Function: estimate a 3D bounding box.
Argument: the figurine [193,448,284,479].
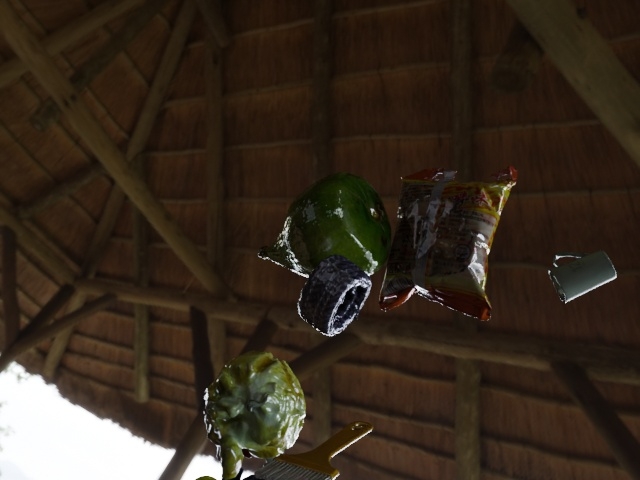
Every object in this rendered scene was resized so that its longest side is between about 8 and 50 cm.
[{"bbox_3d":[-0.126,0.487,1.187,0.204,0.338,0.284,-3,-88,30],"label":"figurine"}]

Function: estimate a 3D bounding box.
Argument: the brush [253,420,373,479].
[{"bbox_3d":[0.014,0.328,0.971,0.103,0.013,0.272,6,6,29],"label":"brush"}]

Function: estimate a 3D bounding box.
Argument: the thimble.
[{"bbox_3d":[0.020,0.076,0.873,0.066,0.095,0.104,34,-61,29],"label":"thimble"}]

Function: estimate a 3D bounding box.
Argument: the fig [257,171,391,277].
[{"bbox_3d":[0.000,0.000,1.141,0.235,0.203,0.203,-28,-62,32],"label":"fig"}]

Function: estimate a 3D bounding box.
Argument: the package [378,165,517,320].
[{"bbox_3d":[0.224,-0.005,1.116,0.223,0.288,0.108,4,-13,30],"label":"package"}]

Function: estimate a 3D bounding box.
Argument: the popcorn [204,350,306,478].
[{"bbox_3d":[-0.123,0.304,1.084,0.198,0.212,0.198,32,-31,22],"label":"popcorn"}]

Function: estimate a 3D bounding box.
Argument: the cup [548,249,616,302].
[{"bbox_3d":[0.397,0.049,0.950,0.083,0.075,0.054,-26,-69,8],"label":"cup"}]
